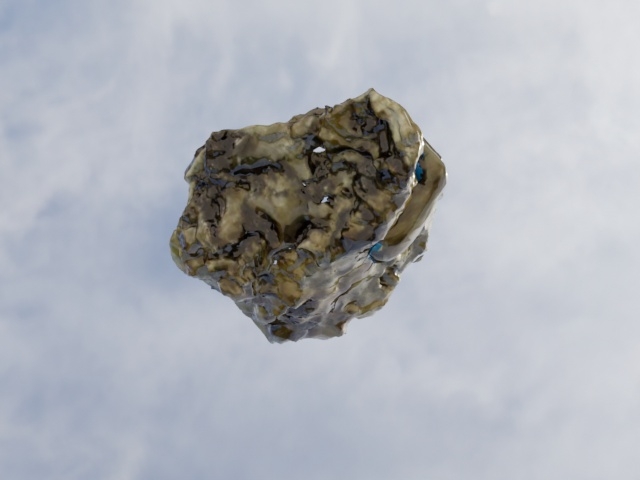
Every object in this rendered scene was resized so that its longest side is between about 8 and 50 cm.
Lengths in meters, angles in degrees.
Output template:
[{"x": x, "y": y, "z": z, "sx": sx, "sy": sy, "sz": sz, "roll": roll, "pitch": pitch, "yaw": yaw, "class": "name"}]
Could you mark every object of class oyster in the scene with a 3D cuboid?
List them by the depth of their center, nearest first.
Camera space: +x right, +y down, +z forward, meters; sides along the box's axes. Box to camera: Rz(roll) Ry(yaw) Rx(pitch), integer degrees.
[{"x": 0.000, "y": 0.000, "z": 0.772, "sx": 0.214, "sy": 0.223, "sz": 0.083, "roll": -21, "pitch": -138, "yaw": 15, "class": "oyster"}]
